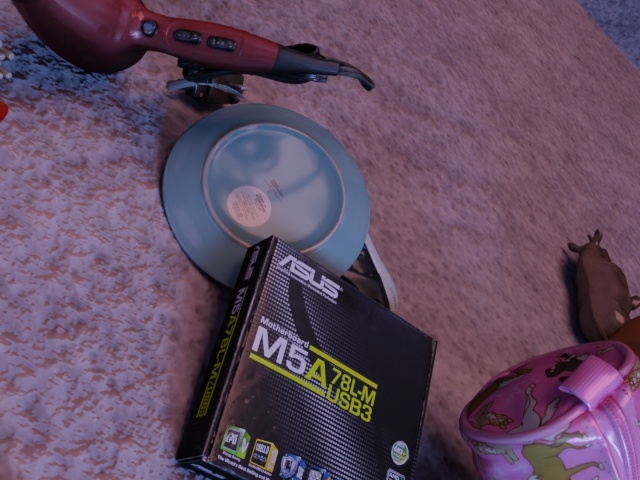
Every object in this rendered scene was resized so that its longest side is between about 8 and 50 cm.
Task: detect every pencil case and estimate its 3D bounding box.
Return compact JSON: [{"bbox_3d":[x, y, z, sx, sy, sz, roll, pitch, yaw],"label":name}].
[{"bbox_3d":[0.254,0.275,0.662,0.386,0.167,0.160,64,30,-3],"label":"pencil case"}]

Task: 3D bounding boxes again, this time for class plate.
[{"bbox_3d":[-0.041,-0.042,0.693,0.188,0.024,0.188,8,66,-18],"label":"plate"}]

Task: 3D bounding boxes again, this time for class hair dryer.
[{"bbox_3d":[-0.116,-0.172,0.633,0.293,0.223,0.080,5,88,-45],"label":"hair dryer"}]

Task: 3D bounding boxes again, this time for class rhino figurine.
[{"bbox_3d":[0.408,0.070,1.151,0.106,0.073,0.243,39,36,-24],"label":"rhino figurine"}]

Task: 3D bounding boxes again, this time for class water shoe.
[{"bbox_3d":[0.000,0.000,0.734,0.203,0.073,0.080,56,37,4],"label":"water shoe"}]

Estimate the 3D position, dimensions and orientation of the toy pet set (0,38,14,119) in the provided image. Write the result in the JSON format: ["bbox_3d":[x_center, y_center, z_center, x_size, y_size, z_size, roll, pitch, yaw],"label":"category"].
[{"bbox_3d":[-0.271,-0.137,0.534,0.065,0.114,0.122,33,28,19],"label":"toy pet set"}]

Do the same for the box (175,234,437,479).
[{"bbox_3d":[0.001,0.120,0.624,0.191,0.045,0.184,34,56,-26],"label":"box"}]

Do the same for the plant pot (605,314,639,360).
[{"bbox_3d":[0.374,0.241,0.812,0.203,0.291,0.291,-34,88,-39],"label":"plant pot"}]
